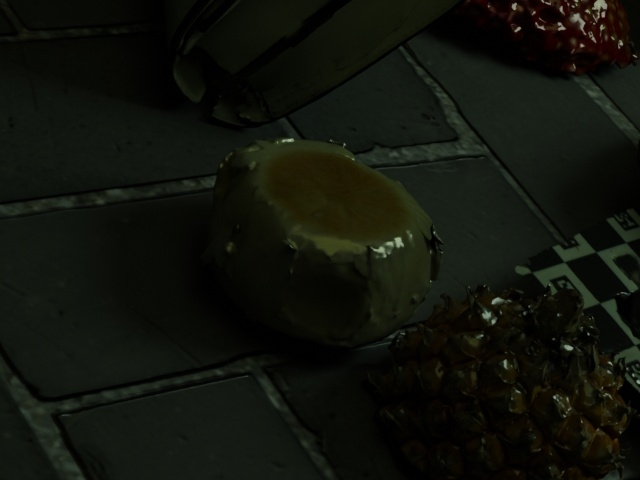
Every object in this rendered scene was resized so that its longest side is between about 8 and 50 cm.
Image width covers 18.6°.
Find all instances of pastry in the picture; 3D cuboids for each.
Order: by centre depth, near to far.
[{"bbox_3d":[0.000,0.000,1.316,0.166,0.088,0.166,16,31,-10],"label":"pastry"}]

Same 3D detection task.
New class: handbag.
[{"bbox_3d":[-0.024,-0.279,1.515,0.160,0.236,0.358,37,28,-32],"label":"handbag"}]

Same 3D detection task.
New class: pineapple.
[{"bbox_3d":[0.135,0.085,1.258,0.161,0.137,0.176,-14,51,-41],"label":"pineapple"}]

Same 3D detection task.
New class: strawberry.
[{"bbox_3d":[0.158,-0.273,1.699,0.306,0.138,0.233,19,37,-8],"label":"strawberry"}]

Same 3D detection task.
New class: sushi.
[{"bbox_3d":[0.249,0.067,1.430,0.193,0.040,0.210,45,38,14],"label":"sushi"}]

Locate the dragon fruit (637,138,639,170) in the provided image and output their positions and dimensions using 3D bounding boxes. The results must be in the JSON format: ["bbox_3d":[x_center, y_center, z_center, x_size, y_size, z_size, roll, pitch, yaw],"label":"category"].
[{"bbox_3d":[0.391,-0.068,1.534,0.268,0.130,0.295,13,25,17],"label":"dragon fruit"}]
